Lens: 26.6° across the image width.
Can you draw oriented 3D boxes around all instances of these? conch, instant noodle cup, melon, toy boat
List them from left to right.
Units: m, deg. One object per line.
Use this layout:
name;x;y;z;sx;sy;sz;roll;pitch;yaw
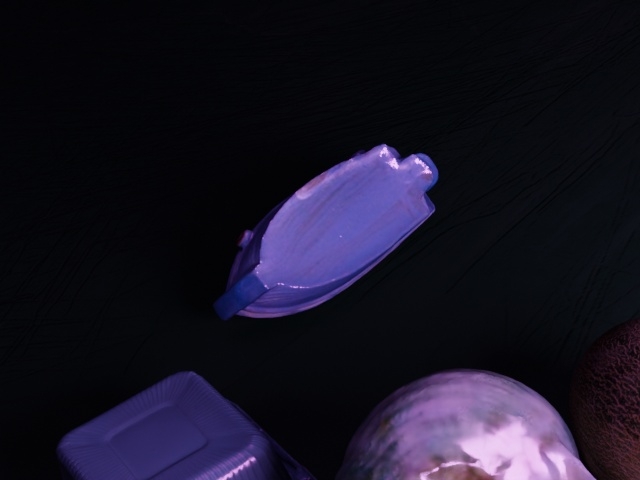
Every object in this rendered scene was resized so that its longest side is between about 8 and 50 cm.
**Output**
instant noodle cup;-0.102;0.161;0.924;0.157;0.070;0.179;-30;31;-19
toy boat;0.000;0.000;1.125;0.215;0.088;0.102;-36;0;-23
conch;0.093;0.158;0.768;0.175;0.122;0.188;0;38;16
melon;0.207;0.106;0.788;0.114;0.114;0.167;-25;33;-8
